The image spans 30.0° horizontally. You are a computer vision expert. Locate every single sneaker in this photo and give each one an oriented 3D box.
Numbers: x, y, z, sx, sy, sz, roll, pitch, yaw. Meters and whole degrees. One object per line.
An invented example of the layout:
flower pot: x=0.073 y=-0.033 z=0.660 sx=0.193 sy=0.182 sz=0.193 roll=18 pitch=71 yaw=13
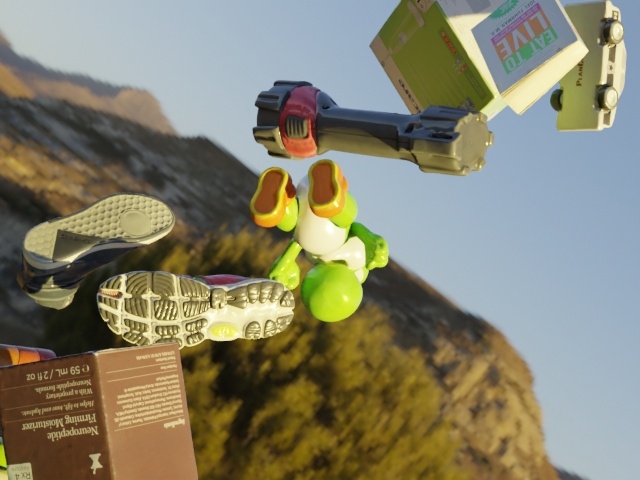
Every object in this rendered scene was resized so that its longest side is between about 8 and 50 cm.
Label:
sneaker: x=-0.178 y=0.093 z=1.663 sx=0.279 sy=0.107 sz=0.118 roll=5 pitch=5 yaw=-22
sneaker: x=-0.327 y=0.017 z=1.708 sx=0.086 sy=0.226 sz=0.163 roll=62 pitch=-31 yaw=20

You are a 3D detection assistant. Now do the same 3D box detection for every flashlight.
flashlight: x=0.061 y=-0.134 z=1.445 sx=0.304 sy=0.103 sz=0.103 roll=10 pitch=-26 yaw=35

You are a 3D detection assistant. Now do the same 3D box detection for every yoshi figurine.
yoshi figurine: x=0.006 y=0.023 z=2.064 sx=0.203 sy=0.203 sz=0.362 roll=42 pitch=-9 yaw=31

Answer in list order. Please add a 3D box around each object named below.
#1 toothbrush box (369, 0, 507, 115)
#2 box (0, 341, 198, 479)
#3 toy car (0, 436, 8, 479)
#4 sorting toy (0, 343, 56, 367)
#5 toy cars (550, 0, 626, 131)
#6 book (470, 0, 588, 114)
toothbrush box: x=0.204 y=-0.281 z=1.787 sx=0.206 sy=0.122 sz=0.283 roll=58 pitch=-18 yaw=4
box: x=-0.272 y=0.237 z=1.462 sx=0.169 sy=0.203 sz=0.167 roll=-12 pitch=-6 yaw=28
toy car: x=-0.482 y=0.371 z=1.832 sx=0.149 sy=0.155 sz=0.188 roll=28 pitch=1 yaw=-22
sorting toy: x=-0.563 y=0.231 z=1.759 sx=0.126 sy=0.366 sz=0.127 roll=45 pitch=30 yaw=-39
toy cars: x=0.363 y=-0.332 z=1.782 sx=0.087 sy=0.176 sz=0.393 roll=1 pitch=53 yaw=-40
book: x=0.217 y=-0.208 z=1.246 sx=0.035 sy=0.096 sz=0.144 roll=38 pitch=24 yaw=-32
